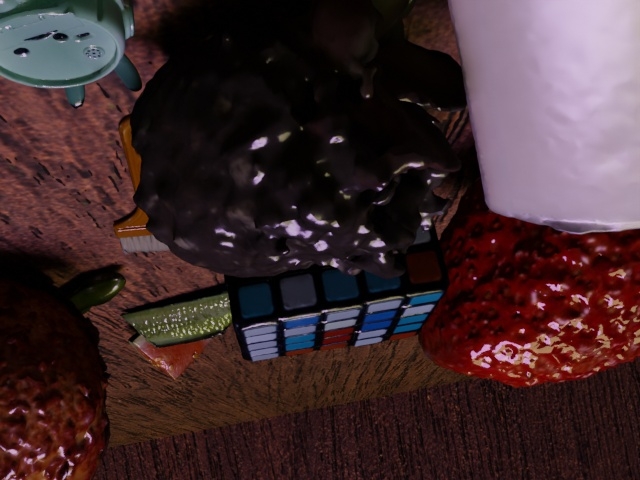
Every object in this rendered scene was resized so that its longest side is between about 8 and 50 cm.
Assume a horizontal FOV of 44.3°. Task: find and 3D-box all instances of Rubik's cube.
[{"bbox_3d":[0.000,0.000,0.732,0.182,0.184,0.187,-10,163,-5],"label":"Rubik's cube"}]

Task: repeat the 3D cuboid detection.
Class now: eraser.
[{"bbox_3d":[0.163,-0.123,0.439,0.174,0.094,0.270,-3,141,20],"label":"eraser"}]

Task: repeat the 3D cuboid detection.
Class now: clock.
[{"bbox_3d":[-0.163,-0.130,0.483,0.101,0.041,0.135,-14,161,11],"label":"clock"}]

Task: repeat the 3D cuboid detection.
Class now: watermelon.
[{"bbox_3d":[-0.231,0.173,1.246,0.135,0.094,0.125,-13,154,-7],"label":"watermelon"}]

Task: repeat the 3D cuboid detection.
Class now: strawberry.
[{"bbox_3d":[0.220,0.036,0.806,0.277,0.257,0.257,-27,162,-4],"label":"strawberry"}]

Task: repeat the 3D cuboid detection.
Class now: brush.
[{"bbox_3d":[-0.164,-0.044,0.774,0.090,0.017,0.314,-7,160,-12],"label":"brush"}]

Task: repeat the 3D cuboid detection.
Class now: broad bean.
[{"bbox_3d":[-0.312,0.085,1.030,0.069,0.039,0.227,7,156,-27],"label":"broad bean"}]

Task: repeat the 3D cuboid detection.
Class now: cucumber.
[{"bbox_3d":[-0.178,0.109,1.142,0.220,0.070,0.046,-15,-169,17],"label":"cucumber"}]

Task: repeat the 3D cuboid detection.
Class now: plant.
[{"bbox_3d":[0.000,-0.070,0.534,0.234,0.204,0.178,-15,169,26],"label":"plant"}]

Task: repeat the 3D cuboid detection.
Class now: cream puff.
[{"bbox_3d":[-0.393,0.202,0.856,0.350,0.350,0.229,-20,167,25],"label":"cream puff"}]
